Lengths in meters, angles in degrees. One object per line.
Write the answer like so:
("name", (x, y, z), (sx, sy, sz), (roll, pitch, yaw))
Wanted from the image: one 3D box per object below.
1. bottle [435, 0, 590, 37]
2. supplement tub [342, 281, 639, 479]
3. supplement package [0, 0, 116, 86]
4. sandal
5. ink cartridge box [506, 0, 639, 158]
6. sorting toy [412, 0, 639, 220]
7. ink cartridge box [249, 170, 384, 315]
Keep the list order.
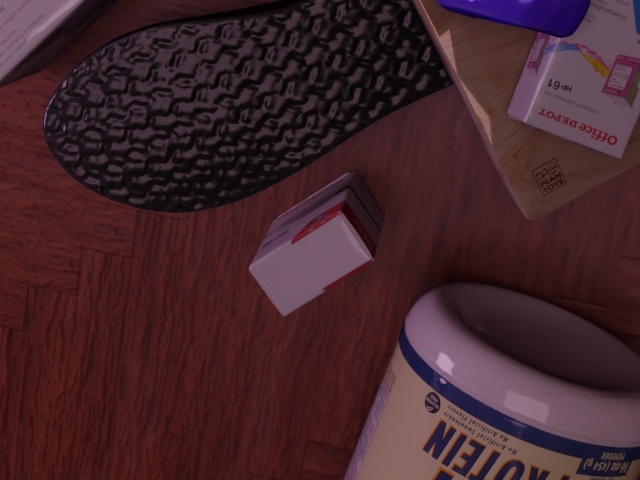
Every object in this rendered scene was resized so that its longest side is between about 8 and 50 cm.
("bottle", (0.167, -0.292, 0.909), (0.118, 0.092, 0.283), (26, 106, 45))
("supplement tub", (0.140, 0.226, 1.132), (0.235, 0.235, 0.325), (20, 107, 3))
("supplement package", (-0.303, -0.272, 1.116), (0.139, 0.134, 0.244), (-40, 96, 16))
("sandal", (-0.023, -0.149, 1.134), (0.445, 0.107, 0.168), (-20, 105, 0))
("ink cartridge box", (0.209, -0.135, 0.986), (0.088, 0.052, 0.122), (18, 101, -12))
("sorting toy", (0.216, -0.193, 1.048), (0.257, 0.089, 0.255), (-29, 106, 0))
("ink cartridge box", (0.000, 0.000, 1.144), (0.099, 0.135, 0.056), (-32, 101, 16))
